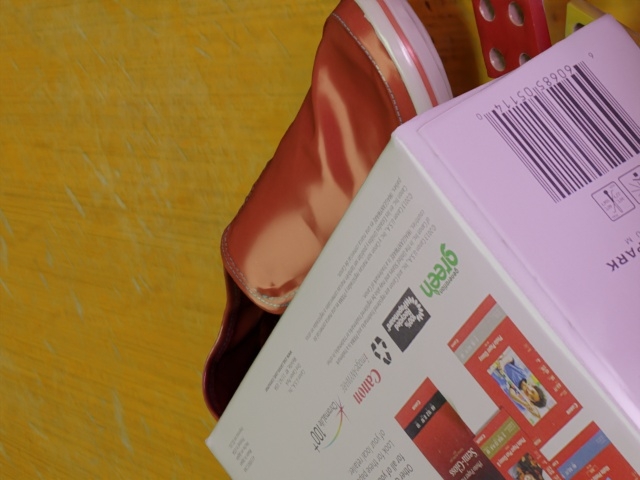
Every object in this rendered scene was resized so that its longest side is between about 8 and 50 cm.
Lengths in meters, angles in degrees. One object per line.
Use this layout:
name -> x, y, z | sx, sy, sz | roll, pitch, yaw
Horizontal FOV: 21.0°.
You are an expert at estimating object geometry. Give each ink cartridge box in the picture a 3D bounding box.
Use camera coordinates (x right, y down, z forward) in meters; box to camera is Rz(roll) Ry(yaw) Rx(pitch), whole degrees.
ink cartridge box -> 0.108, 0.108, 0.774 | 0.272, 0.130, 0.309 | 53, 148, 13

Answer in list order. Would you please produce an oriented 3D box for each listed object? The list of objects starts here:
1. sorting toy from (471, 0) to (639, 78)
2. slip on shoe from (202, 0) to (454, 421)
sorting toy -> 0.098, -0.183, 0.735 | 0.132, 0.046, 0.275 | 18, 127, 58
slip on shoe -> 0.000, 0.000, 0.972 | 0.123, 0.101, 0.331 | 57, 147, 33
